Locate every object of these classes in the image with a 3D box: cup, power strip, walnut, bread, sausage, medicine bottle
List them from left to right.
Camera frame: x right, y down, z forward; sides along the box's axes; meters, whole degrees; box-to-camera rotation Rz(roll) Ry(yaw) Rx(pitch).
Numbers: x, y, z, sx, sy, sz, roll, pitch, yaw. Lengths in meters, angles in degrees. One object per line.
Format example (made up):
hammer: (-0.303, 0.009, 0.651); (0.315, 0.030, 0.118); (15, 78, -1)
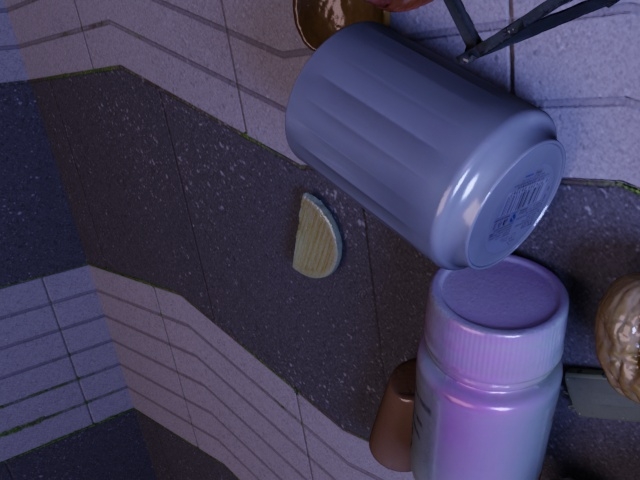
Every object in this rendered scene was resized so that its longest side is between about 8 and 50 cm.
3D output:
bread: (0.002, 0.005, 1.534); (0.112, 0.036, 0.193); (34, 135, 29)
sausage: (0.171, 0.326, 1.463); (0.123, 0.123, 0.253); (41, 141, 29)
cup: (0.152, -0.108, 1.094); (0.327, 0.237, 0.323); (39, 170, 31)
medicine bottle: (0.250, 0.226, 1.186); (0.219, 0.219, 0.388); (31, 137, 38)
power strip: (0.424, 0.224, 1.124); (0.169, 0.028, 0.076); (-7, 108, 54)
walnut: (0.416, 0.115, 0.944); (0.155, 0.155, 0.184); (13, 121, 49)

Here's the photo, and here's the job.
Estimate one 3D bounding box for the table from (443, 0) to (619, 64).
table: (0.214, -0.390, 0.731); (0.222, 0.272, 0.335); (-24, 93, 58)

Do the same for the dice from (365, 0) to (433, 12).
dice: (0.113, -0.402, 0.950); (0.174, 0.179, 0.175); (58, 149, 5)

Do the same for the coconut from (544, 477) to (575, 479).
coconut: (0.400, 0.469, 1.220); (0.162, 0.161, 0.161); (29, 139, 10)

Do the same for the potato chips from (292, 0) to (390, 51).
potato chips: (0.040, -0.370, 1.178); (0.195, 0.062, 0.208); (4, 116, 46)
